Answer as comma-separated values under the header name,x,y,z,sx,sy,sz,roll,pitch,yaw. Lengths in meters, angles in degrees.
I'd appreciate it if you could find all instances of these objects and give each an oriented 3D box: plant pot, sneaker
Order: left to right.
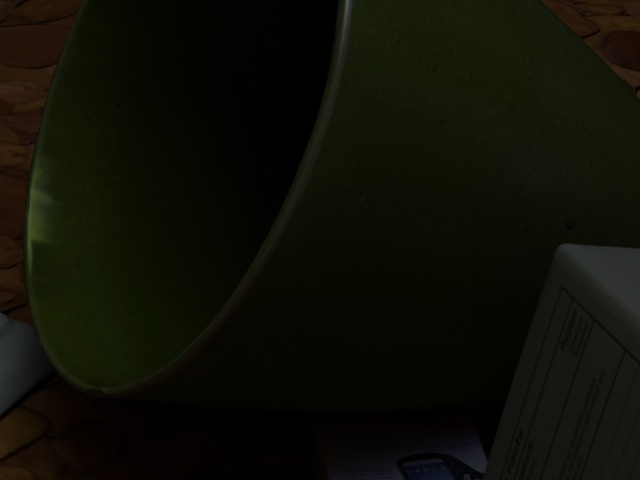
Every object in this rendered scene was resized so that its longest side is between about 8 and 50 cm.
name,x,y,z,sx,sy,sz,roll,pitch,yaw
sneaker,0.000,0.000,0.988,0.086,0.064,0.192,15,26,26
plant pot,0.048,-0.027,0.855,0.294,0.274,0.275,17,19,-32

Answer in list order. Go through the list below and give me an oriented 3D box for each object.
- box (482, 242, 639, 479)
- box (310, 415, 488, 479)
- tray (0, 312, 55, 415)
name,x,y,z,sx,sy,sz,roll,pitch,yaw
box,0.187,0.131,0.642,0.121,0.148,0.311,4,25,-24
box,0.044,0.130,0.798,0.081,0.028,0.136,1,31,-9
tray,-0.248,0.082,0.829,0.145,0.030,0.270,17,30,19
